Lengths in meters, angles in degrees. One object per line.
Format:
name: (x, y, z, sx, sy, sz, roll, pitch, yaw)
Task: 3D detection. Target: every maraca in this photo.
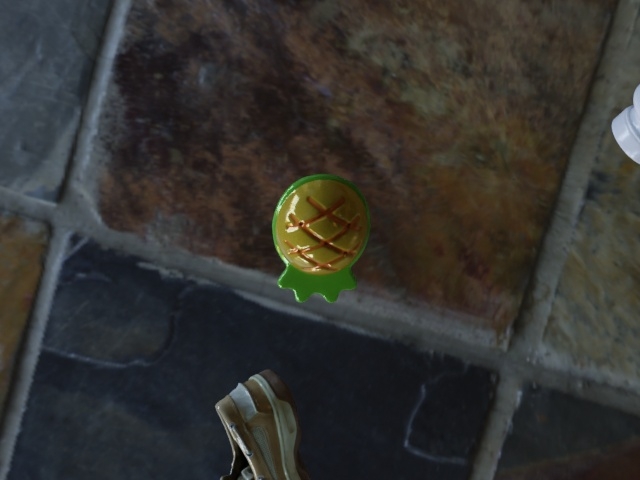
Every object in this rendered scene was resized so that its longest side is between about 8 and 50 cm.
maraca: (0.000, 0.000, 1.234, 0.127, 0.099, 0.185, 3, 117, -3)

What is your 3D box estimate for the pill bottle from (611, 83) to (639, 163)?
pill bottle: (0.461, -0.178, 1.178, 0.108, 0.108, 0.193, 51, 133, 4)

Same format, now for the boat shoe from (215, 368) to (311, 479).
boat shoe: (-0.052, 0.199, 0.794, 0.072, 0.068, 0.190, -23, 116, -25)
